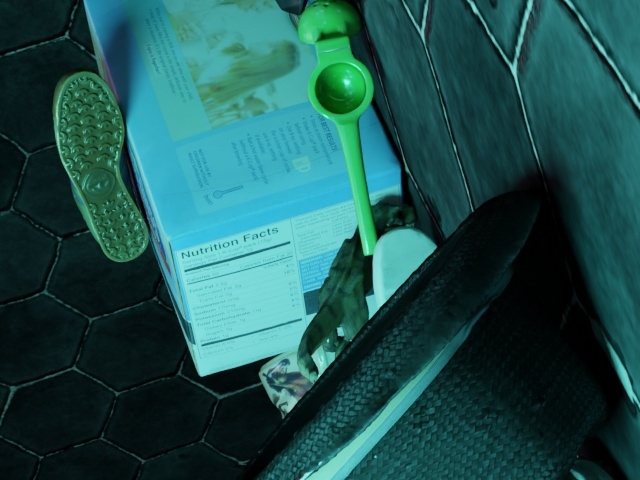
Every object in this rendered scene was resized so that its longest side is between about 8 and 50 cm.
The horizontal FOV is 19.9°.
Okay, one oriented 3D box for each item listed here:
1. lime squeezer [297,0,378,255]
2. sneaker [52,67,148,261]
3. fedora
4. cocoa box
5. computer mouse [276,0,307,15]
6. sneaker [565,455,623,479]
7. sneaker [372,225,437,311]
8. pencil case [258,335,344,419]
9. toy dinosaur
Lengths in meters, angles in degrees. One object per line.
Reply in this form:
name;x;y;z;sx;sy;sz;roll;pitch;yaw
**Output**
lime squeezer;0.011;-0.139;1.586;0.110;0.059;0.310;104;160;-52
sneaker;-0.214;-0.078;1.702;0.086;0.064;0.192;-134;27;-61
fedora;0.071;0.125;1.145;0.152;0.334;0.334;41;173;1
cocoa box;-0.072;-0.090;1.779;0.228;0.231;0.347;82;168;-52
computer mouse;-0.022;-0.256;1.597;0.242;0.041;0.071;110;178;-79
sneaker;0.161;0.217;1.128;0.271;0.108;0.100;-120;11;-72
sneaker;0.079;0.090;1.558;0.094;0.080;0.212;4;115;61
pencil case;0.057;0.294;2.156;0.183;0.160;0.410;117;135;-79
toy dinosaur;0.018;0.069;1.565;0.268;0.064;0.118;-64;-16;-50
